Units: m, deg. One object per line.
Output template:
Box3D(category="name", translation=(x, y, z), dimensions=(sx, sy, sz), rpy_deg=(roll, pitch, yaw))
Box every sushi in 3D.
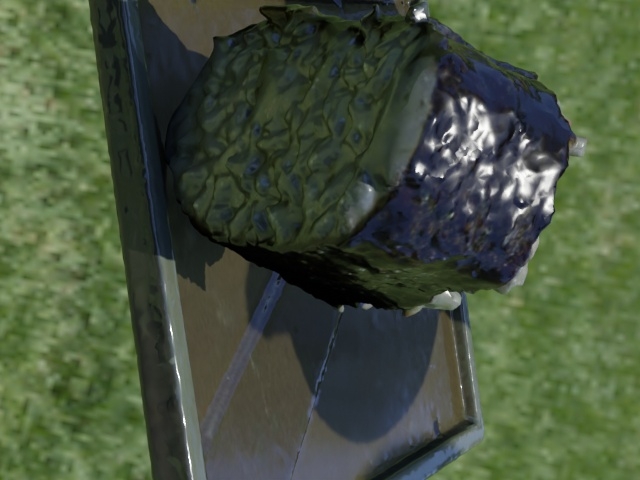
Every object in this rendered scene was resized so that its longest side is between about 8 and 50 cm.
Box3D(category="sushi", translation=(0.012, -0.026, 0.612), dimensions=(0.078, 0.150, 0.091), rpy_deg=(21, 79, -35))

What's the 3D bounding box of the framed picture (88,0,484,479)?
Box3D(category="framed picture", translation=(0.000, 0.000, 0.777), dimensions=(0.324, 0.020, 0.241), rpy_deg=(-17, 100, -67))
